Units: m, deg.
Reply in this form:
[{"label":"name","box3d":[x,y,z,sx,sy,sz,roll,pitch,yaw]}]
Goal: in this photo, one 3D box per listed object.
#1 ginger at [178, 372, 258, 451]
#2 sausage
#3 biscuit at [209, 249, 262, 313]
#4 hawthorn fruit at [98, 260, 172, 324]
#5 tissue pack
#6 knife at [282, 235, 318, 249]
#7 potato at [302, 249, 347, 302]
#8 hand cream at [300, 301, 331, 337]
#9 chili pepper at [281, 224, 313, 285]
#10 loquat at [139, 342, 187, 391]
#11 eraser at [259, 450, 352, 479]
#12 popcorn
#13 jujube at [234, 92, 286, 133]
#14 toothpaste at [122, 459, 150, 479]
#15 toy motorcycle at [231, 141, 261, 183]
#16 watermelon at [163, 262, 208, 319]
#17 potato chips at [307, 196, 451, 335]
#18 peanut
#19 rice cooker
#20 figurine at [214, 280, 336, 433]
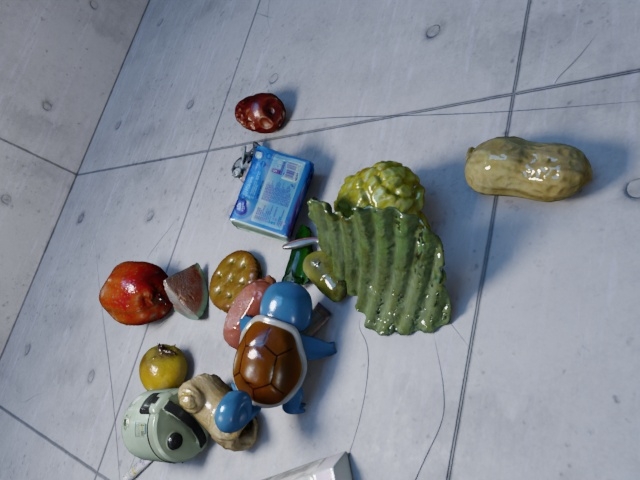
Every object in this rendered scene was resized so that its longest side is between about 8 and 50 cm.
[{"label":"ginger","box3d":[-0.296,0.483,1.453,0.130,0.221,0.276,-53,35,-7]},{"label":"sausage","box3d":[-0.202,0.223,1.548,0.148,0.148,0.254,33,91,46]},{"label":"biscuit","box3d":[-0.283,0.139,1.715,0.220,0.066,0.220,-18,57,30]},{"label":"hawthorn fruit","box3d":[-0.662,0.206,1.890,0.300,0.254,0.254,17,80,42]},{"label":"tissue pack","box3d":[-0.150,-0.145,1.646,0.198,0.146,0.263,18,80,4]},{"label":"knife","box3d":[0.000,0.000,1.519,0.247,0.018,0.035,-11,66,17]},{"label":"potato","box3d":[0.017,0.097,1.457,0.105,0.085,0.188,-47,50,15]},{"label":"hand cream","box3d":[-0.049,0.275,1.455,0.209,0.043,0.067,-54,44,-1]},{"label":"chili pepper","box3d":[-0.070,0.054,1.573,0.108,0.062,0.216,-8,62,39]},{"label":"loquat","box3d":[-0.535,0.443,1.723,0.172,0.149,0.204,36,108,44]},{"label":"eraser","box3d":[-0.091,0.674,1.250,0.397,0.082,0.213,-31,51,26]},{"label":"popcorn","box3d":[0.156,-0.083,1.322,0.258,0.224,0.270,-126,30,-45]},{"label":"jujube","box3d":[-0.234,-0.484,1.936,0.230,0.155,0.155,22,84,50]},{"label":"toothpaste","box3d":[-0.594,0.745,1.702,0.190,0.031,0.048,-45,42,11]},{"label":"toy motorcycle","box3d":[-0.217,-0.253,1.839,0.173,0.108,0.307,-46,44,2]},{"label":"watermelon","box3d":[-0.459,0.170,1.803,0.136,0.202,0.207,10,75,4]},{"label":"potato chips","box3d":[0.126,0.061,1.230,0.373,0.389,0.097,7,39,46]},{"label":"peanut","box3d":[0.448,-0.164,1.160,0.291,0.159,0.143,18,107,45]},{"label":"rice cooker","box3d":[-0.463,0.555,1.552,0.244,0.226,0.226,-14,60,40]},{"label":"figurine","box3d":[-0.143,0.317,1.359,0.298,0.243,0.416,13,63,27]}]
